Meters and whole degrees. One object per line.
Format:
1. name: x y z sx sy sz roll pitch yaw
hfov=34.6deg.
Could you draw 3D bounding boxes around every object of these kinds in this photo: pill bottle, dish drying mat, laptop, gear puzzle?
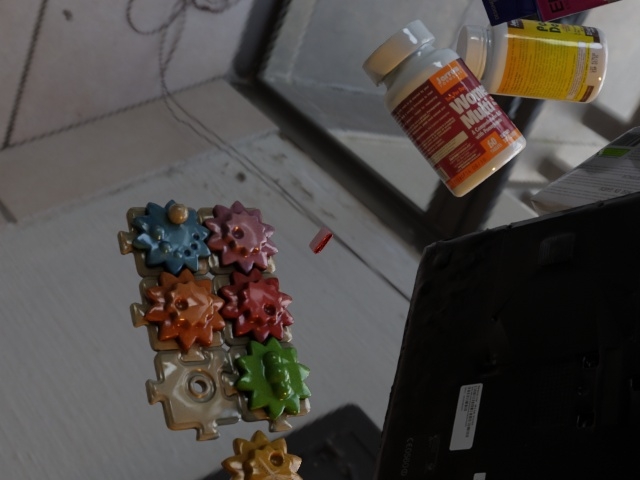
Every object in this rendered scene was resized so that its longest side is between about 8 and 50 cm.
1. pill bottle: 0.320 -0.278 1.574 0.215 0.117 0.117 5 126 -4
2. dish drying mat: 0.000 0.000 1.230 0.008 0.083 0.032 37 91 -7
3. pill bottle: 0.161 -0.177 1.369 0.121 0.221 0.121 -38 178 -1
4. laptop: 0.171 0.102 0.487 0.136 0.264 0.234 45 45 -34
5. gear puzzle: -0.089 0.107 1.013 0.175 0.339 0.044 0 154 -32

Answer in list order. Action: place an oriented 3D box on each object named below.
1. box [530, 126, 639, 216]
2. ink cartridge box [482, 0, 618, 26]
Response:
1. box: 0.254 0.033 0.708 0.103 0.114 0.203 -34 105 -10
2. ink cartridge box: 0.307 -0.343 1.075 0.069 0.371 0.175 -44 117 -46
